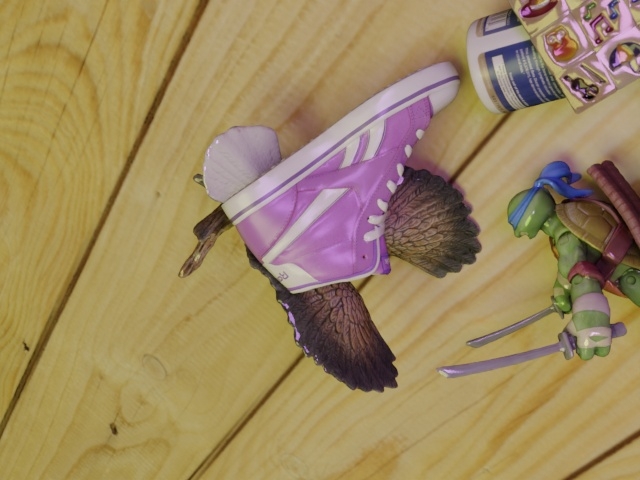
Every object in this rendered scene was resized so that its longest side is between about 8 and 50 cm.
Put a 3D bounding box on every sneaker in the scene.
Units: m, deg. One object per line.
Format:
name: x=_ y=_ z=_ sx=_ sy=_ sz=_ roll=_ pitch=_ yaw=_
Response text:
sneaker: x=0.056 y=-0.055 z=0.963 sx=0.282 sy=0.102 sz=0.161 roll=-37 pitch=90 yaw=1

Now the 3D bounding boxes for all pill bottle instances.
pill bottle: x=0.228 y=-0.179 z=0.844 sx=0.169 sy=0.094 sz=0.094 roll=-11 pitch=113 yaw=30

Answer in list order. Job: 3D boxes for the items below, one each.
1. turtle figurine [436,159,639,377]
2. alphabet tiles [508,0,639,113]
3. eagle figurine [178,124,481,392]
turtle figurine: x=0.285 y=0.081 z=0.921 sx=0.266 sy=0.274 sz=0.198 roll=24 pitch=164 yaw=14
alphabet tiles: x=0.287 y=-0.216 z=0.760 sx=0.237 sy=0.009 sz=0.198 roll=-31 pitch=92 yaw=18
eagle figurine: x=0.006 y=-0.001 z=1.065 sx=0.298 sy=0.225 sz=0.226 roll=31 pitch=122 yaw=28
